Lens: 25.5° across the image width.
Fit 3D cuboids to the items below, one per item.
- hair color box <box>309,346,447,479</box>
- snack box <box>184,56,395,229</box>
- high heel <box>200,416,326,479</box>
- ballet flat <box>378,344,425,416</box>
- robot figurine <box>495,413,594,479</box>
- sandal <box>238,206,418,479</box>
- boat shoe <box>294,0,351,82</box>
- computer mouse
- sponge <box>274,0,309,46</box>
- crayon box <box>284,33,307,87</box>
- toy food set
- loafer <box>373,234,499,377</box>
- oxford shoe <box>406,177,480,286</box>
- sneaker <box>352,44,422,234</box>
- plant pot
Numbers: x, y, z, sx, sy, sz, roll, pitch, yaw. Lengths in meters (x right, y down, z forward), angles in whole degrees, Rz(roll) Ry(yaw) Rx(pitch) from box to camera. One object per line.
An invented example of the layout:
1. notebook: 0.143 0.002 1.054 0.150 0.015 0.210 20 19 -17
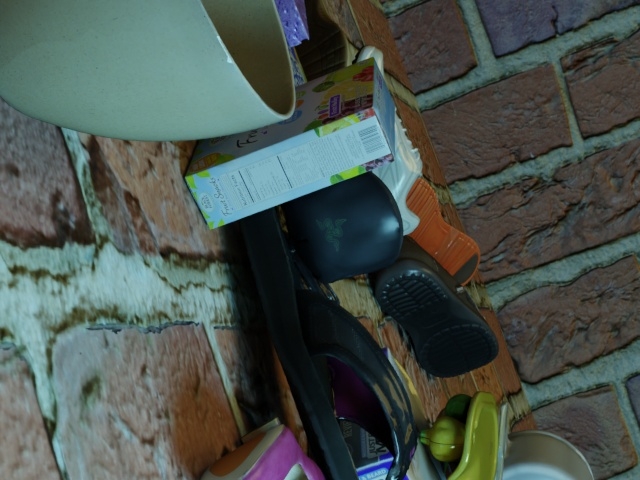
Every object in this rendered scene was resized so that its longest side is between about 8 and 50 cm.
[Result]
1. hair color box: 0.100 0.310 1.596 0.185 0.110 0.339 -92 156 -55
2. snack box: -0.028 -0.105 1.483 0.174 0.207 0.070 -85 152 -67
3. high heel: -0.036 0.221 1.200 0.117 0.082 0.244 60 -1 2
4. ballet flat: 0.093 0.249 1.758 0.086 0.086 0.248 -75 143 -71
5. robot figurine: 0.334 0.416 2.233 0.300 0.199 0.353 65 12 -3
6. sandal: 0.018 0.122 1.410 0.168 0.107 0.446 71 -1 -55
7. boat shoe: -0.004 -0.260 2.074 0.341 0.121 0.110 -100 163 -48
8. computer mouse: 0.000 0.000 1.567 0.272 0.072 0.189 -27 -94 63
9. sponge: -0.055 -0.347 1.816 0.210 0.031 0.117 -98 165 -54
10. crayon box: -0.092 -0.244 1.744 0.203 0.083 0.323 -19 87 -79
11. toy food set: 0.155 0.232 1.587 0.218 0.071 0.128 28 65 -71
12. loafer: 0.189 0.099 2.292 0.366 0.133 0.130 55 18 -50
13. oxford shoe: 0.137 -0.036 2.425 0.132 0.130 0.364 35 -8 43
14. sneaker: 0.090 -0.143 2.099 0.110 0.118 0.292 -116 -156 -81
15. plant pot: -0.162 -0.190 1.064 0.284 0.190 0.284 -20 90 -79
